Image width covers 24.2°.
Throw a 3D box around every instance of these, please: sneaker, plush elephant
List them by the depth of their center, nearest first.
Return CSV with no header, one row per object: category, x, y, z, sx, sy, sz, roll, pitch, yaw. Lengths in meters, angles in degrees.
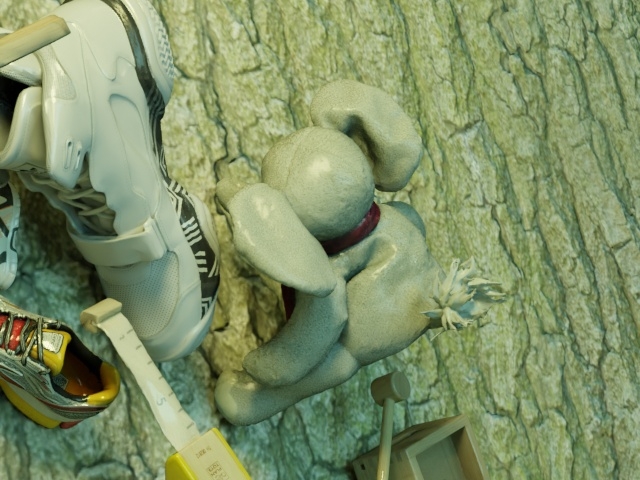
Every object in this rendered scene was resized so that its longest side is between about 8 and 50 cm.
sneaker,-0.270,0.086,1.325,0.225,0.092,0.088,36,51,-33
sneaker,-0.215,-0.040,1.358,0.210,0.137,0.366,-29,113,-54
sneaker,-0.301,-0.010,1.369,0.043,0.040,0.109,12,61,-33
plush elephant,0.000,0.000,1.501,0.272,0.330,0.255,-43,105,-39

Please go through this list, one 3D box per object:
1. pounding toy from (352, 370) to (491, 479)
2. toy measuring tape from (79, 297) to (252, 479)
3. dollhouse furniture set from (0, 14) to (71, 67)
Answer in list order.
pounding toy,0.088,0.249,1.655,0.181,0.094,0.206,-21,91,-50
toy measuring tape,-0.135,0.214,1.336,0.121,0.121,0.330,-29,83,-49
dollhouse furniture set,-0.381,-0.255,1.103,0.256,0.394,0.362,-39,105,-48
